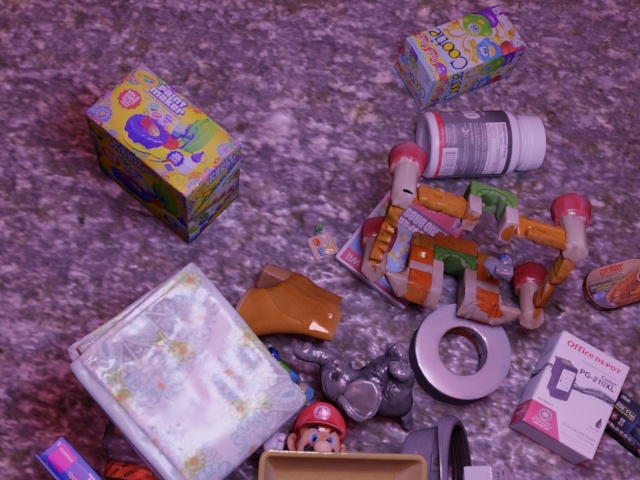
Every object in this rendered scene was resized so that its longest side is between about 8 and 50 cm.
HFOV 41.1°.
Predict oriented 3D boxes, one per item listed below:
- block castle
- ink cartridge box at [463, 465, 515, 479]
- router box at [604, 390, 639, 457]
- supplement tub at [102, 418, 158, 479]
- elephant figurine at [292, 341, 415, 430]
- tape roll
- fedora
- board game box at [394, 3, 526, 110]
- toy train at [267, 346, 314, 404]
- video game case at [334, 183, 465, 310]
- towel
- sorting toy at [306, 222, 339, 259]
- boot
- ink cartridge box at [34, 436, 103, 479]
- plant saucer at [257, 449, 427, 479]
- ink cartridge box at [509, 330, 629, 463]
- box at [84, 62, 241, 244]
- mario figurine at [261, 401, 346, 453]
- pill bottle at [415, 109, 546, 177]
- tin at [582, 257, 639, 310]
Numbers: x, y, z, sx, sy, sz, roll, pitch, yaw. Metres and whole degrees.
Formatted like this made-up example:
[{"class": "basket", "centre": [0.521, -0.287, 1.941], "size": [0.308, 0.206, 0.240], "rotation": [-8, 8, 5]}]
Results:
[{"class": "block castle", "centre": [0.330, -0.014, 1.870], "size": [0.454, 0.303, 0.212], "rotation": [17, 40, -3]}, {"class": "ink cartridge box", "centre": [0.360, 0.535, 1.790], "size": [0.060, 0.180, 0.104], "rotation": [-11, 66, 25]}, {"class": "router box", "centre": [0.697, 0.415, 1.923], "size": [0.122, 0.038, 0.092], "rotation": [39, 68, 8]}, {"class": "supplement tub", "centre": [-0.326, 0.340, 1.739], "size": [0.194, 0.193, 0.315], "rotation": [12, 68, -3]}, {"class": "elephant figurine", "centre": [0.071, 0.312, 1.825], "size": [0.240, 0.169, 0.186], "rotation": [-10, 52, -15]}, {"class": "tape roll", "centre": [0.312, 0.256, 1.919], "size": [0.219, 0.072, 0.219], "rotation": [3, 68, -7]}, {"class": "fedora", "centre": [0.234, 0.498, 1.759], "size": [0.124, 0.244, 0.275], "rotation": [-8, 67, 21]}, {"class": "board game box", "centre": [0.353, -0.465, 2.168], "size": [0.275, 0.142, 0.144], "rotation": [-23, 73, -15]}, {"class": "toy train", "centre": [-0.140, 0.361, 1.818], "size": [0.143, 0.105, 0.248], "rotation": [42, 89, -9]}, {"class": "video game case", "centre": [0.197, -0.001, 2.030], "size": [0.204, 0.025, 0.285], "rotation": [37, 69, 7]}, {"class": "towel", "centre": [-0.254, 0.267, 1.632], "size": [0.320, 0.090, 0.374], "rotation": [-38, 87, -25]}, {"class": "sorting toy", "centre": [0.000, 0.000, 2.010], "size": [0.062, 0.012, 0.083], "rotation": [-22, 73, -14]}, {"class": "boot", "centre": [-0.072, 0.173, 1.841], "size": [0.211, 0.104, 0.295], "rotation": [26, 40, 4]}, {"class": "ink cartridge box", "centre": [-0.437, 0.469, 1.610], "size": [0.186, 0.311, 0.065], "rotation": [44, 71, 10]}, {"class": "plant saucer", "centre": [0.029, 0.570, 1.650], "size": [0.333, 0.081, 0.332], "rotation": [5, 86, -12]}, {"class": "ink cartridge box", "centre": [0.554, 0.347, 1.898], "size": [0.172, 0.100, 0.237], "rotation": [30, 68, 4]}, {"class": "box", "centre": [-0.342, -0.187, 1.897], "size": [0.290, 0.279, 0.177], "rotation": [39, 69, 9]}, {"class": "mario figurine", "centre": [-0.019, 0.487, 1.725], "size": [0.198, 0.170, 0.320], "rotation": [25, 68, -44]}, {"class": "pill bottle", "centre": [0.387, -0.235, 2.072], "size": [0.283, 0.161, 0.161], "rotation": [-2, 69, -9]}, {"class": "tin", "centre": [0.720, 0.105, 2.050], "size": [0.190, 0.040, 0.106], "rotation": [-14, 75, -12]}]
